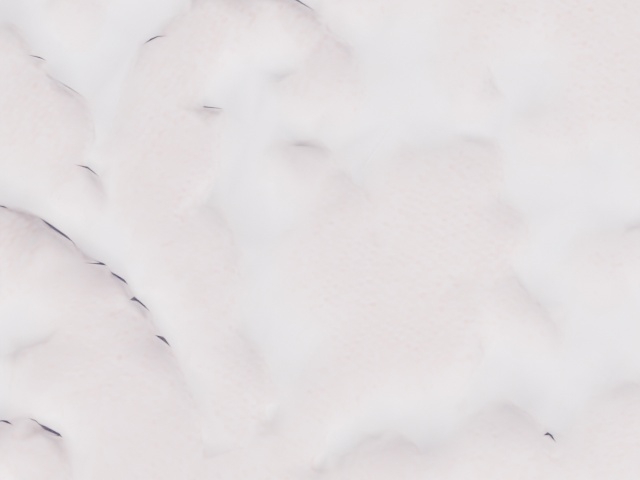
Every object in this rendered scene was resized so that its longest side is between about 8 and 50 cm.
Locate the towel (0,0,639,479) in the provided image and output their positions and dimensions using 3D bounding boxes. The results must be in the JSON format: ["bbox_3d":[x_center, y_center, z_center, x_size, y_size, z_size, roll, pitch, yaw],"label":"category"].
[{"bbox_3d":[-0.076,0.023,0.361,0.332,0.053,0.317,32,82,1],"label":"towel"}]
